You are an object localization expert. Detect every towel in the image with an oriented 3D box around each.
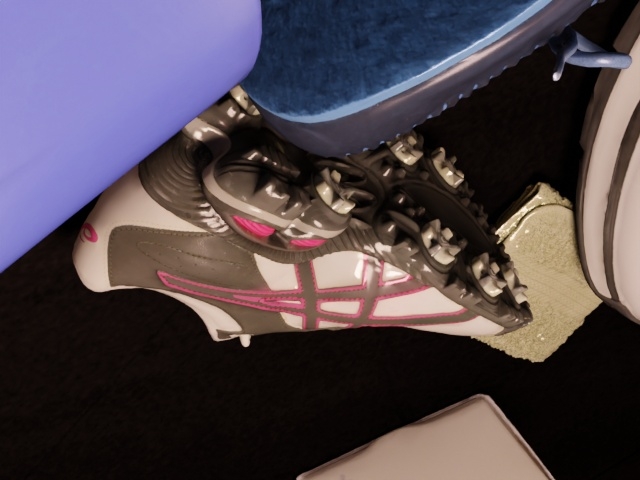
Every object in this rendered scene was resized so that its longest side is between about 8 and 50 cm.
[{"bbox_3d":[0.132,0.024,1.045,0.110,0.027,0.148,-47,145,13],"label":"towel"}]

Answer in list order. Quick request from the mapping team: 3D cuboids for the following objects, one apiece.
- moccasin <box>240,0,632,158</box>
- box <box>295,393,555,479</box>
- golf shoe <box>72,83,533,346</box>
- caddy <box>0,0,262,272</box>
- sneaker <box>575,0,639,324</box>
[{"bbox_3d":[0.120,-0.144,0.749,0.342,0.138,0.117,-37,150,-1],"label":"moccasin"},{"bbox_3d":[0.071,0.239,1.147,0.148,0.127,0.232,-22,143,-22],"label":"box"},{"bbox_3d":[0.000,0.000,0.857,0.120,0.105,0.273,-37,143,26],"label":"golf shoe"},{"bbox_3d":[-0.159,-0.114,0.436,0.179,0.241,0.341,-36,145,-14],"label":"caddy"},{"bbox_3d":[0.305,-0.076,0.874,0.169,0.257,0.447,-8,134,-38],"label":"sneaker"}]
